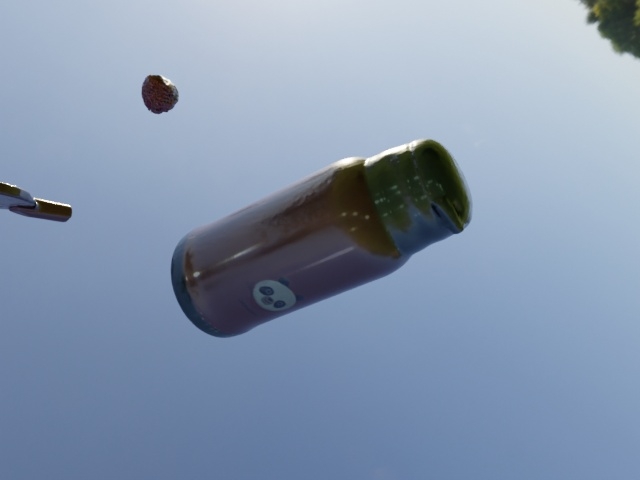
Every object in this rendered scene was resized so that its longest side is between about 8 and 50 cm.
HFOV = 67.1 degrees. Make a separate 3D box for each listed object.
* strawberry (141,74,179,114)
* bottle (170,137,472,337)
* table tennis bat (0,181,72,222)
[{"bbox_3d":[-0.354,-0.323,1.058,0.083,0.096,0.083,2,-116,-4],"label":"strawberry"},{"bbox_3d":[0.000,0.000,0.543,0.144,0.336,0.144,46,-148,-40],"label":"bottle"},{"bbox_3d":[-0.765,-0.098,1.101,0.415,0.268,0.051,17,-107,-63],"label":"table tennis bat"}]
